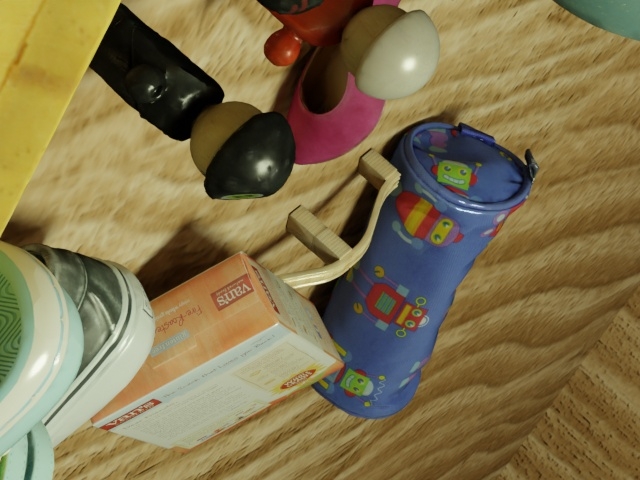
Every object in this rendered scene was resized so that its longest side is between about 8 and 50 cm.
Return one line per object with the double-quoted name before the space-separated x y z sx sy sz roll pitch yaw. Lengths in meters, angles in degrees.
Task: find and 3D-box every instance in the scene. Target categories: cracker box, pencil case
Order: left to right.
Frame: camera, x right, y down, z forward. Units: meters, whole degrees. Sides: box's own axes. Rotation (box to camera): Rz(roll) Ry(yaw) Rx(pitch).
"cracker box" -0.084 0.091 1.430 0.156 0.067 0.232 -28 165 5
"pencil case" 0.082 0.023 1.676 0.306 0.119 0.133 -64 178 41

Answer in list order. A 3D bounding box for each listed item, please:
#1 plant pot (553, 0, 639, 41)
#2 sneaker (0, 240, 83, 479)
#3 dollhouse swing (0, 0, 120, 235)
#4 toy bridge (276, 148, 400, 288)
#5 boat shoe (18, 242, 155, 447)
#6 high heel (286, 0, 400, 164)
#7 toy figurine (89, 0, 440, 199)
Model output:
"plant pot" 0.226 -0.284 1.075 0.290 0.290 0.195 -45 153 -9
"sneaker" -0.185 0.091 0.949 0.319 0.127 0.208 -24 155 37
"dollhouse swing" -0.220 -0.154 0.660 0.347 0.305 0.315 -59 -159 29
"toy bridge" 0.000 0.000 1.517 0.188 0.063 0.026 -39 161 -28
"boat shoe" -0.251 0.124 1.131 0.335 0.121 0.119 -49 141 3
"high heel" 0.004 -0.137 1.258 0.117 0.082 0.244 6 146 -31
"toy figurine" -0.015 -0.148 1.016 0.213 0.148 0.209 -34 158 -38
